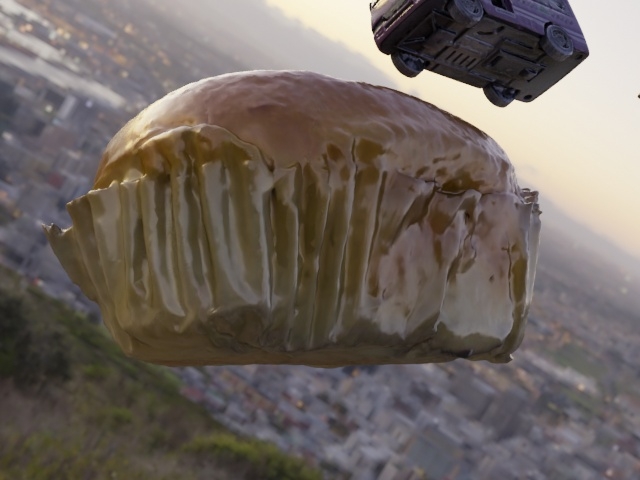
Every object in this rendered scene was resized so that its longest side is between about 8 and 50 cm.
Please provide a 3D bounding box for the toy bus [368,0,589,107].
[{"bbox_3d":[0.125,-0.178,1.031,0.178,0.087,0.098,12,55,-36],"label":"toy bus"}]

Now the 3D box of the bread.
[{"bbox_3d":[0.012,-0.001,0.895,0.236,0.183,0.389,-7,-9,30],"label":"bread"}]

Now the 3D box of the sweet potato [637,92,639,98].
[{"bbox_3d":[0.483,-0.132,1.662,0.179,0.044,0.044,44,7,2],"label":"sweet potato"}]
